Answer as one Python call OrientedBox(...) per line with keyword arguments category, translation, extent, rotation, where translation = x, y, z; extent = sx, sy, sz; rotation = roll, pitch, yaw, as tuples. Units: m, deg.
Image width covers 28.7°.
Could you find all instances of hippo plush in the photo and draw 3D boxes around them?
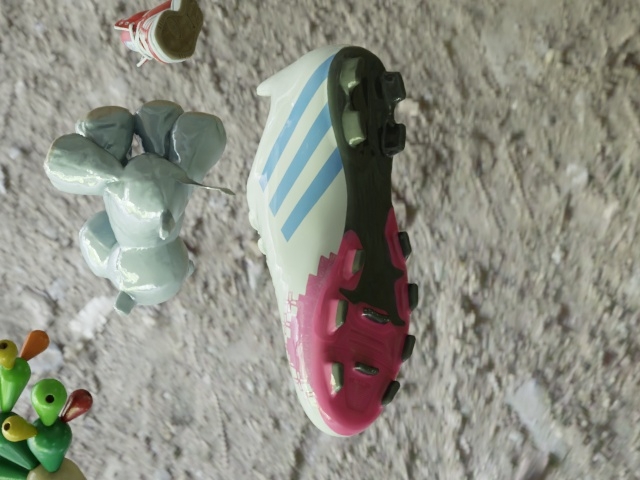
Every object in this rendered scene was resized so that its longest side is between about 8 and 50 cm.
OrientedBox(category="hippo plush", translation=(-0.224, -0.038, 1.741), extent=(0.294, 0.237, 0.234), rotation=(30, 48, 30))

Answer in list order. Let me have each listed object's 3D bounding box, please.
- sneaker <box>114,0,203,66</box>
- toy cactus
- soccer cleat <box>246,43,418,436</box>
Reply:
OrientedBox(category="sneaker", translation=(-0.136, -0.160, 1.000), extent=(0.067, 0.118, 0.042), rotation=(-22, 111, 16))
OrientedBox(category="toy cactus", translation=(-0.254, 0.179, 1.086), extent=(0.219, 0.112, 0.180), rotation=(-33, 104, 34))
OrientedBox(category="soccer cleat", translation=(0.000, 0.000, 1.053), extent=(0.143, 0.116, 0.331), rotation=(-10, 72, 41))
